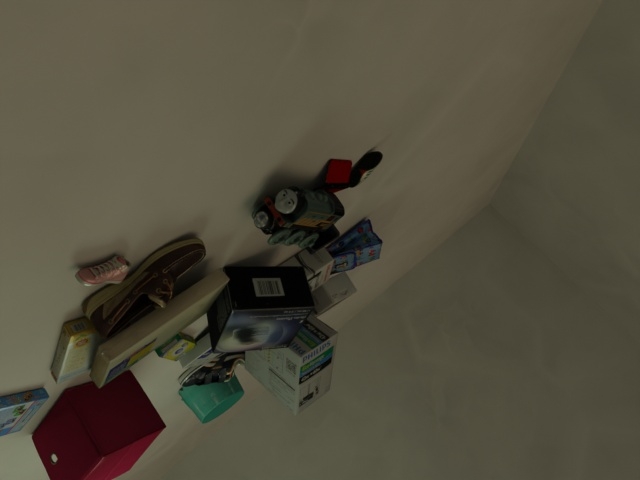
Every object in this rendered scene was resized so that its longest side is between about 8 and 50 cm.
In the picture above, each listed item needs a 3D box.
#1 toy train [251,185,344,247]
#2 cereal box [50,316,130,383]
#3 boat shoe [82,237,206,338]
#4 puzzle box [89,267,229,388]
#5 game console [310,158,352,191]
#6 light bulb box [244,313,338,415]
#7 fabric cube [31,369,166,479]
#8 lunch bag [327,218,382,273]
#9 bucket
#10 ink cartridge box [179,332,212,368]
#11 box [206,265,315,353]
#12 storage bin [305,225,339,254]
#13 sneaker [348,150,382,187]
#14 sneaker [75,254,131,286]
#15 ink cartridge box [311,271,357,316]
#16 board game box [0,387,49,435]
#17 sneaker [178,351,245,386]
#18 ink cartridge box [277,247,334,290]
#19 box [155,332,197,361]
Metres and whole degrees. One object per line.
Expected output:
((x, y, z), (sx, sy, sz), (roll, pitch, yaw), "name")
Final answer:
((-0.063, -0.079, 1.443), (0.190, 0.142, 0.334), (-40, 160, 19), "toy train")
((-0.632, 0.286, 1.314), (0.173, 0.047, 0.240), (-18, 150, -50), "cereal box")
((-0.431, 0.126, 1.235), (0.342, 0.123, 0.123), (-34, 160, -19), "boat shoe")
((-0.468, 0.253, 1.396), (0.409, 0.052, 0.272), (-36, 173, -42), "puzzle box")
((0.030, -0.206, 1.566), (0.124, 0.085, 0.144), (-16, 176, 34), "game console")
((-0.139, 0.488, 2.083), (0.225, 0.358, 0.361), (-25, 135, -40), "light bulb box")
((-0.728, 0.632, 1.569), (0.258, 0.254, 0.259), (-48, 159, 20), "fabric cube")
((0.121, 0.055, 2.181), (0.293, 0.138, 0.221), (-26, 160, -6), "lunch bag")
((-0.514, 0.728, 2.290), (0.281, 0.183, 0.281), (-34, 159, -15), "bucket")
((-0.397, 0.395, 1.908), (0.332, 0.065, 0.165), (-35, 162, 13), "ink cartridge box")
((-0.216, 0.246, 1.671), (0.296, 0.183, 0.294), (1, 141, -26), "box")
((0.000, 0.000, 1.848), (0.135, 0.098, 0.091), (-33, 170, -21), "storage bin")
((0.152, -0.248, 1.662), (0.161, 0.057, 0.075), (-46, 177, 9), "sneaker")
((-0.495, 0.065, 1.098), (0.070, 0.051, 0.134), (-48, 163, 13), "sneaker")
((0.004, 0.279, 2.248), (0.283, 0.117, 0.207), (-39, 168, 37), "ink cartridge box")
((-0.876, 0.481, 1.285), (0.160, 0.039, 0.211), (-46, 161, 13), "board game box")
((-0.475, 0.589, 2.159), (0.321, 0.127, 0.126), (-27, 158, -31), "sneaker")
((-0.089, 0.151, 1.955), (0.272, 0.114, 0.197), (-33, 158, -23), "ink cartridge box")
((-0.528, 0.394, 1.757), (0.105, 0.043, 0.179), (-38, 162, -7), "box")
